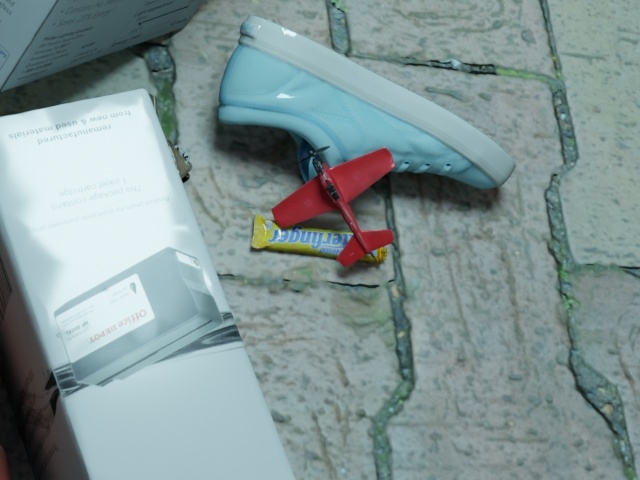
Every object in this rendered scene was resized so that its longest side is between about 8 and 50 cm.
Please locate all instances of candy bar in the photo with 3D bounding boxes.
[{"bbox_3d":[0.000,0.000,1.252,0.162,0.018,0.040,8,67,-15],"label":"candy bar"}]

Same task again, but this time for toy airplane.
[{"bbox_3d":[0.024,-0.035,1.218,0.151,0.028,0.151,0,109,-1],"label":"toy airplane"}]

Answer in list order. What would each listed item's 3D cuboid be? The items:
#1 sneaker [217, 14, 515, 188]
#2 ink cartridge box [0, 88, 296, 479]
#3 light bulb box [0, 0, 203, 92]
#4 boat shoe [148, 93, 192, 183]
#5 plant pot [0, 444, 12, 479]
[{"bbox_3d":[0.047,-0.118,1.277,0.366,0.135,0.150,25,97,-16],"label":"sneaker"},{"bbox_3d":[-0.188,0.111,0.992,0.166,0.285,0.394,-16,75,-24],"label":"ink cartridge box"},{"bbox_3d":[-0.199,-0.376,1.076,0.225,0.361,0.358,45,31,2],"label":"light bulb box"},{"bbox_3d":[-0.177,-0.074,1.201,0.066,0.066,0.183,0,79,-24],"label":"boat shoe"},{"bbox_3d":[-0.398,0.136,0.939,0.273,0.272,0.265,-3,62,-20],"label":"plant pot"}]
